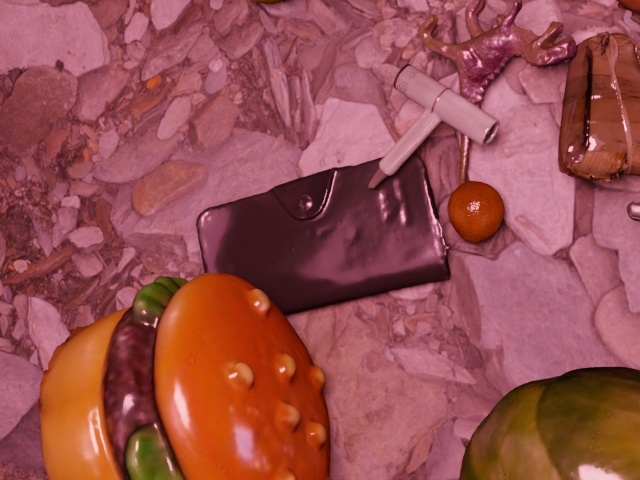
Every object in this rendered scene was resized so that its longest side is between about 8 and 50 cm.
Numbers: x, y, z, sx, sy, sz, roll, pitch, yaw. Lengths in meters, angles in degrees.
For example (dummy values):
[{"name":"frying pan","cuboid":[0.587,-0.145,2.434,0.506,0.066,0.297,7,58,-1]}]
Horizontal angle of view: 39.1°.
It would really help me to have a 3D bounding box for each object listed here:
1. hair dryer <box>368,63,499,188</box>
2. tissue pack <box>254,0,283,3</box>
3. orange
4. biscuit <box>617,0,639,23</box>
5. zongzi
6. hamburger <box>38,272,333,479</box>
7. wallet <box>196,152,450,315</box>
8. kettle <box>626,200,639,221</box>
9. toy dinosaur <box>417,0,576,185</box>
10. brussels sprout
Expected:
[{"name":"hair dryer","cuboid":[0.135,-0.124,1.230,0.155,0.044,0.183,37,110,24]},{"name":"tissue pack","cuboid":[-0.043,-0.421,1.306,0.178,0.127,0.123,-17,76,20]},{"name":"orange","cuboid":[0.210,-0.039,1.221,0.085,0.085,0.085,0,89,22]},{"name":"biscuit","cuboid":[0.508,-0.427,1.082,0.268,0.115,0.367,7,93,23]},{"name":"zongzi","cuboid":[0.405,-0.163,1.135,0.197,0.099,0.195,5,85,10]},{"name":"hamburger","cuboid":[-0.156,0.231,1.195,0.277,0.395,0.396,-22,81,21]},{"name":"wallet","cuboid":[0.000,0.000,1.319,0.377,0.051,0.197,-14,84,20]},{"name":"kettle","cuboid":[0.448,-0.030,1.081,0.127,0.148,0.098,43,105,18]},{"name":"toy dinosaur","cuboid":[0.213,-0.223,1.217,0.251,0.072,0.200,-45,65,25]},{"name":"brussels sprout","cuboid":[0.346,0.293,1.034,0.354,0.289,0.282,24,98,50]}]
